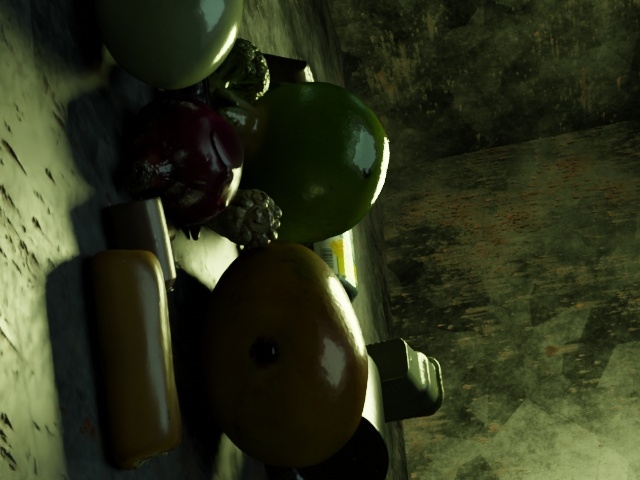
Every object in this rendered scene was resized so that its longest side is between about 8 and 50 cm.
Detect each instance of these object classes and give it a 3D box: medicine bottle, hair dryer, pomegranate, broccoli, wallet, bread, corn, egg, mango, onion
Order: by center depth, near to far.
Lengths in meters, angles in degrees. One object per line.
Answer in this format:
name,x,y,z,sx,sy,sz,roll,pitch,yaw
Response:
bread,-0.198,0.126,1.099,0.092,0.074,0.239,54,27,-79
hair dryer,-0.206,0.002,1.248,0.181,0.064,0.117,-63,142,-83
egg,-0.191,-0.302,1.268,0.186,0.187,0.253,65,15,-56
onion,-0.176,-0.101,1.299,0.198,0.135,0.173,-56,128,-72
mango,-0.050,0.153,1.488,0.445,0.232,0.300,-87,161,-76
corn,-0.131,-0.041,1.510,0.211,0.087,0.087,16,-56,60
pomegranate,-0.058,-0.115,1.652,0.359,0.310,0.216,20,56,-40
broccoli,-0.149,-0.294,1.758,0.120,0.130,0.131,-44,168,-30
wallet,-0.066,-0.301,2.107,0.309,0.165,0.042,57,50,-66
medicine bottle,0.000,0.000,2.186,0.141,0.142,0.293,64,17,-57

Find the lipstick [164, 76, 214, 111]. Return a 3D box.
lipstick,-0.191,-0.187,1.463,0.081,0.081,0.299,42,38,-74

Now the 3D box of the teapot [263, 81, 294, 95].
teapot,-0.076,-0.201,1.962,0.182,0.173,0.269,-38,106,-46

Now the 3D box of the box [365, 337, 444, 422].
box,0.112,0.305,2.140,0.178,0.274,0.138,55,24,-54

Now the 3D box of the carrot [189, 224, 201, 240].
carrot,-0.187,-0.069,1.507,0.035,0.035,0.142,57,32,-66

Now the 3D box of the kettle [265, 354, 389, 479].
kettle,-0.010,0.303,1.786,0.308,0.262,0.203,-82,-166,-71

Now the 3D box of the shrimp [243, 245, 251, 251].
shrimp,-0.105,0.048,1.822,0.099,0.041,0.180,-90,165,-54
